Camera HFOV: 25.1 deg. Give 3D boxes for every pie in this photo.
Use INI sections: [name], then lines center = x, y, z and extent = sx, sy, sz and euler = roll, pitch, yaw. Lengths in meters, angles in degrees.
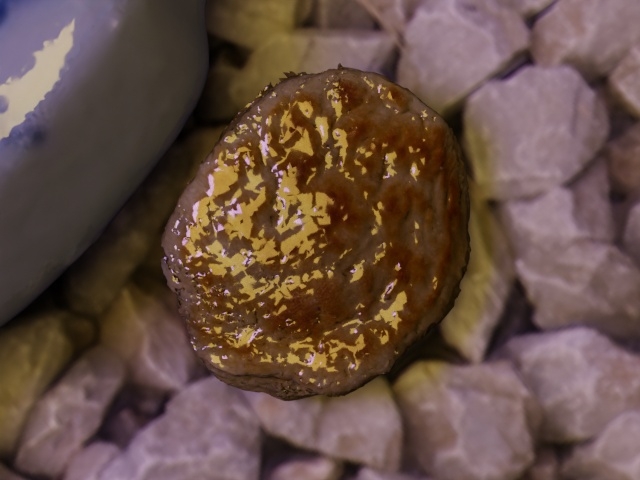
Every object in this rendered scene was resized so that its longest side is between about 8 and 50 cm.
[pie]
center = 0.000, 0.000, 0.813
extent = 0.163, 0.079, 0.193
euler = 40, 87, 6

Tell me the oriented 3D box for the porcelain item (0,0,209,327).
[porcelain item]
center = -0.199, -0.092, 0.797
extent = 0.242, 0.178, 0.405
euler = 35, 84, 11
